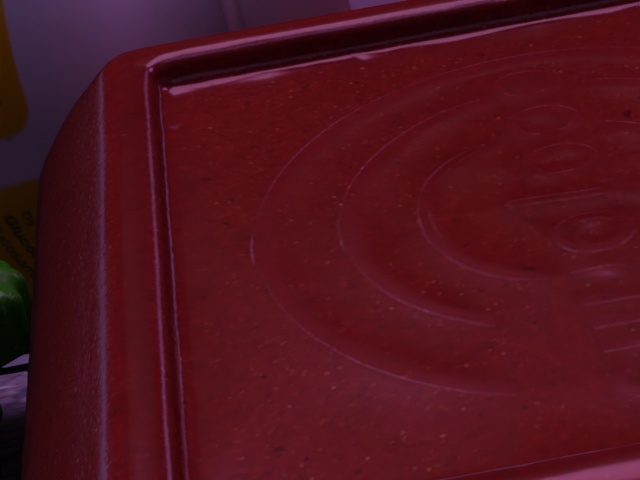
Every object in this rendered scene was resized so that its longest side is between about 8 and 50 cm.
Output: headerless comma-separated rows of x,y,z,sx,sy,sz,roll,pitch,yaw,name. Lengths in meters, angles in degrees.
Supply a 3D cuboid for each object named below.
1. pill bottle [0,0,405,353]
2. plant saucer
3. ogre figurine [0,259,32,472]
-0.104,-0.054,0.652,0.333,0.188,0.188,-12,4,29,pill bottle
0.058,0.003,0.394,0.259,0.048,0.258,-10,32,-1,plant saucer
-0.152,0.064,0.408,0.118,0.097,0.197,-9,43,26,ogre figurine
